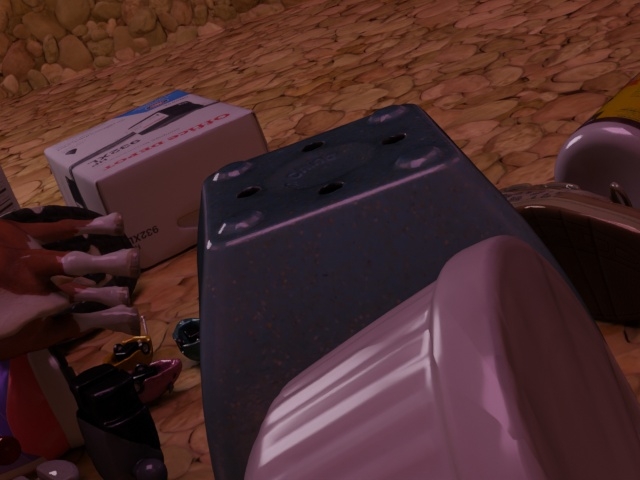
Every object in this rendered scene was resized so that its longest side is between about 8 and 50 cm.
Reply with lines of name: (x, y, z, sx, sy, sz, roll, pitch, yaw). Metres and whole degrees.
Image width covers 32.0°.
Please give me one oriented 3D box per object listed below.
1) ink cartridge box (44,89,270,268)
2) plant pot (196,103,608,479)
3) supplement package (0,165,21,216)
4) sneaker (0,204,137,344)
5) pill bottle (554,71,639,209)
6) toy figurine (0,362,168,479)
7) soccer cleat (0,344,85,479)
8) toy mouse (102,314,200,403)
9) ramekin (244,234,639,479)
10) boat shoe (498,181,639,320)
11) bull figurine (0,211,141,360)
ink cartridge box: (-0.215, -0.090, 1.481, 0.223, 0.129, 0.307, -26, 21, -18)
plant pot: (0.038, 0.064, 0.687, 0.247, 0.252, 0.247, -20, 21, 1)
supplement package: (-0.454, -0.015, 1.348, 0.139, 0.244, 0.134, -5, 26, 33)
sneaker: (-0.394, 0.085, 1.218, 0.410, 0.158, 0.182, -27, 3, -31)
pill bottle: (0.311, -0.093, 1.020, 0.117, 0.117, 0.215, 0, 28, 43)
toy figurine: (-0.206, 0.197, 0.748, 0.209, 0.148, 0.213, -11, 19, 7)
soccer cleat: (-0.325, 0.086, 1.020, 0.116, 0.109, 0.318, -31, 56, -20)
toy mouse: (-0.140, 0.114, 1.038, 0.143, 0.031, 0.161, -10, 23, 27)
ramekin: (0.078, 0.144, 0.453, 0.127, 0.273, 0.273, -27, 17, 19)
boat shoe: (0.204, -0.008, 0.924, 0.089, 0.105, 0.285, -32, 23, -23)
bull figurine: (-0.236, 0.040, 0.855, 0.188, 0.101, 0.310, -4, 15, -13)
